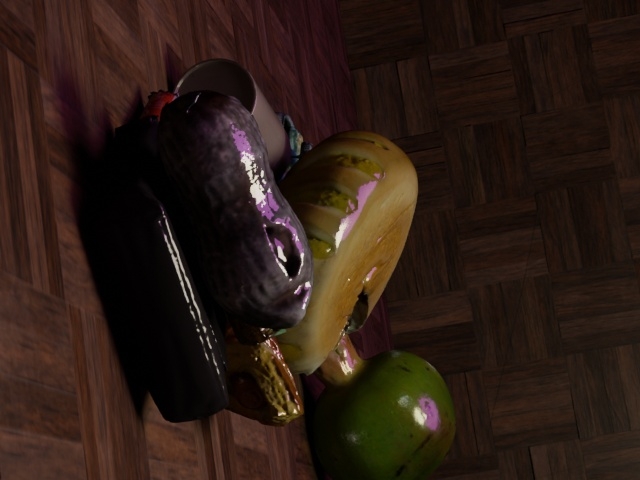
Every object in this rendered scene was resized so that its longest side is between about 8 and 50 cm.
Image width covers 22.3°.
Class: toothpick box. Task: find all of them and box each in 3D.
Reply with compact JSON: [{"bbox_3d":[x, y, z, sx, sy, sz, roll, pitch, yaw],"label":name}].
[{"bbox_3d":[-0.107,-0.136,1.976,0.181,0.111,0.111,58,23,-67],"label":"toothpick box"}]

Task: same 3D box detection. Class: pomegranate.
[{"bbox_3d":[0.071,0.244,2.478,0.302,0.236,0.236,53,15,-15],"label":"pomegranate"}]

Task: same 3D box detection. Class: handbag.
[{"bbox_3d":[-0.154,0.026,1.566,0.223,0.080,0.247,-101,175,-65],"label":"handbag"}]

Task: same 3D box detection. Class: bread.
[{"bbox_3d":[0.000,0.000,2.063,0.333,0.160,0.333,-56,162,-29],"label":"bread"}]

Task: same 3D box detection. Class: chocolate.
[{"bbox_3d":[-0.079,-0.028,1.512,0.110,0.110,0.248,-78,152,-71],"label":"chocolate"}]

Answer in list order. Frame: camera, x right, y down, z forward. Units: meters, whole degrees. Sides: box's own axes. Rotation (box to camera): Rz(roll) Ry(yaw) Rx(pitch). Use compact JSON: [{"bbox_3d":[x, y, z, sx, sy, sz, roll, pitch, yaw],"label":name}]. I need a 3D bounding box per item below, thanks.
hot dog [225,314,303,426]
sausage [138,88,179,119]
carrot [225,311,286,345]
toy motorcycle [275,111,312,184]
[{"bbox_3d":[-0.089,0.137,1.826,0.261,0.093,0.123,-123,-171,-69],"label":"hot dog"},{"bbox_3d":[-0.175,-0.114,1.707,0.048,0.050,0.145,48,19,-17],"label":"sausage"},{"bbox_3d":[-0.086,0.000,1.608,0.069,0.069,0.229,-78,153,-71],"label":"carrot"},{"bbox_3d":[-0.047,-0.040,2.287,0.198,0.109,0.296,68,20,-46],"label":"toy motorcycle"}]
